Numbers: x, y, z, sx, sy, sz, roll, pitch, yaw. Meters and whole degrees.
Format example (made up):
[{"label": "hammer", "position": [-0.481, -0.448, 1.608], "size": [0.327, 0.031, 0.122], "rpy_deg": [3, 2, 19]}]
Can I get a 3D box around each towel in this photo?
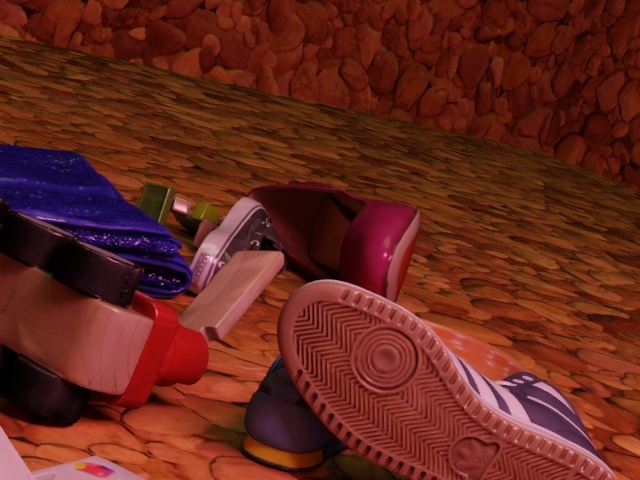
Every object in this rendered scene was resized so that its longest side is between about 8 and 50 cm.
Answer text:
[{"label": "towel", "position": [-0.276, -0.036, 1.684], "size": [0.228, 0.076, 0.308], "rpy_deg": [11, 11, -31]}]

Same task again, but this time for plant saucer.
[{"label": "plant saucer", "position": [0.090, 0.108, 1.595], "size": [0.200, 0.037, 0.200], "rpy_deg": [17, 10, -3]}]

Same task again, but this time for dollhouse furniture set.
[{"label": "dollhouse furniture set", "position": [-0.146, -0.010, 1.903], "size": [0.076, 0.058, 0.152], "rpy_deg": [13, -12, 28]}]

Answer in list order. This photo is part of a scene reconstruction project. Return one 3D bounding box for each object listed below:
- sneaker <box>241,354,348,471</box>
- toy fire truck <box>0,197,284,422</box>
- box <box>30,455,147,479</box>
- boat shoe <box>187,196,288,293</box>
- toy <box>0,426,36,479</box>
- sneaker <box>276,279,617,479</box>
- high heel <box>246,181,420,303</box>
[{"label": "sneaker", "position": [-0.001, 0.111, 1.312], "size": [0.069, 0.082, 0.209], "rpy_deg": [17, 8, 13]}, {"label": "toy fire truck", "position": [-0.162, 0.040, 1.305], "size": [0.217, 0.158, 0.246], "rpy_deg": [23, 0, 35]}, {"label": "box", "position": [-0.091, 0.175, 0.940], "size": [0.186, 0.038, 0.145], "rpy_deg": [21, 11, 23]}, {"label": "boat shoe", "position": [-0.071, 0.014, 1.742], "size": [0.076, 0.080, 0.228], "rpy_deg": [23, 12, 4]}, {"label": "toy", "position": [-0.211, 0.139, 0.858], "size": [0.137, 0.056, 0.237], "rpy_deg": [-9, 31, -31]}, {"label": "sneaker", "position": [0.089, 0.116, 1.260], "size": [0.282, 0.099, 0.153], "rpy_deg": [35, 10, -6]}, {"label": "high heel", "position": [0.000, 0.000, 1.821], "size": [0.181, 0.127, 0.377], "rpy_deg": [17, -1, -1]}]
